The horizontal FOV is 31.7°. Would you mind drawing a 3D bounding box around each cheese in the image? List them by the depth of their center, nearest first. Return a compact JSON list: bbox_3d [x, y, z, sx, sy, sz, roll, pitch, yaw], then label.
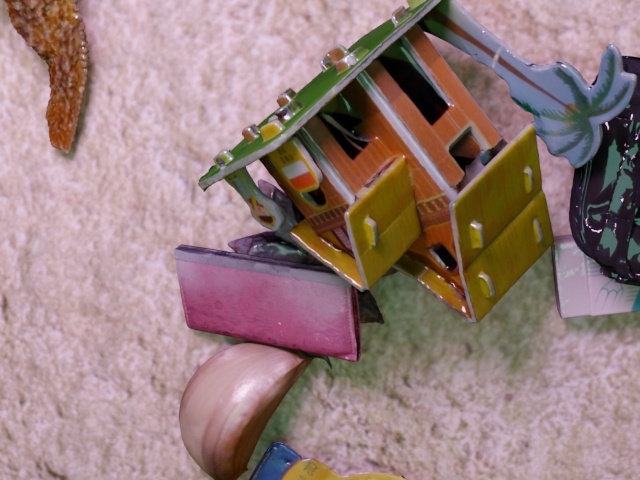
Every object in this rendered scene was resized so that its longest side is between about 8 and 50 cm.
[{"bbox_3d":[0.036,0.349,1.396,0.270,0.069,0.177,32,102,0],"label":"cheese"}]

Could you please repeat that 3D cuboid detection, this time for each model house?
[{"bbox_3d":[0.126,-0.065,1.147,0.324,0.340,0.300,51,60,-12],"label":"model house"}]

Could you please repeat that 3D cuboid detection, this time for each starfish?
[{"bbox_3d":[-0.319,-0.364,1.273,0.398,0.132,0.384,44,97,-7],"label":"starfish"}]

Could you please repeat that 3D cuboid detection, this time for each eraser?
[{"bbox_3d":[0.387,0.031,1.314,0.225,0.052,0.096,-7,102,6],"label":"eraser"}]

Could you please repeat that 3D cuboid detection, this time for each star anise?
[{"bbox_3d":[-0.001,0.000,1.329,0.230,0.081,0.263,8,104,14],"label":"star anise"}]

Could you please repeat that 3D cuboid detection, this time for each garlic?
[{"bbox_3d":[-0.098,0.193,1.358,0.128,0.115,0.207,41,99,3],"label":"garlic"}]

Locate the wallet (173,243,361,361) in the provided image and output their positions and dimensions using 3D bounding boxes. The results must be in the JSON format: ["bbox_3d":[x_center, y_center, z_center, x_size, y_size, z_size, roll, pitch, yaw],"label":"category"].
[{"bbox_3d":[-0.062,0.074,1.322,0.232,0.025,0.119,9,121,24],"label":"wallet"}]

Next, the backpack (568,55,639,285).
[{"bbox_3d":[0.368,-0.077,1.237,0.206,0.133,0.258,13,91,8],"label":"backpack"}]
